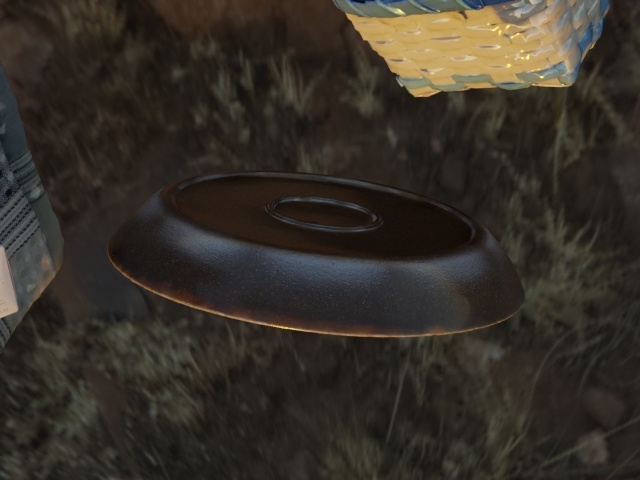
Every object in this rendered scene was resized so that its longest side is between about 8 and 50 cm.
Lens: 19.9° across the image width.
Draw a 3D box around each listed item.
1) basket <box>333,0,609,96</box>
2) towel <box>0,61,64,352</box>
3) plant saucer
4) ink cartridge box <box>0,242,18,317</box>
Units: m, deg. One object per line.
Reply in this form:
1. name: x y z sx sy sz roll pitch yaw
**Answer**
1. basket: 0.119 -0.276 1.624 0.254 0.289 0.201 2 50 32
2. towel: -0.276 -0.015 1.215 0.056 0.312 0.324 -1 37 22
3. plant saucer: 0.000 0.000 1.349 0.310 0.310 0.050 9 106 3
4. ink cartridge box: -0.277 0.039 0.975 0.207 0.046 0.097 -23 32 -25
